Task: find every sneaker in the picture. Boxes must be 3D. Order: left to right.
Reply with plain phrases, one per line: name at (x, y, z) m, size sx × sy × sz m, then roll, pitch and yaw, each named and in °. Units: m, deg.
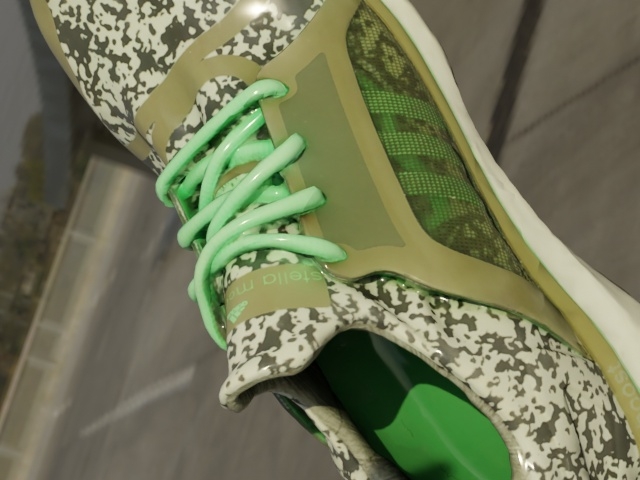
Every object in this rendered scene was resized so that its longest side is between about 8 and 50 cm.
sneaker at (0.000, 0.000, 0.610) m, size 0.158 × 0.410 × 0.182 m, roll -49°, pitch -11°, yaw 28°
